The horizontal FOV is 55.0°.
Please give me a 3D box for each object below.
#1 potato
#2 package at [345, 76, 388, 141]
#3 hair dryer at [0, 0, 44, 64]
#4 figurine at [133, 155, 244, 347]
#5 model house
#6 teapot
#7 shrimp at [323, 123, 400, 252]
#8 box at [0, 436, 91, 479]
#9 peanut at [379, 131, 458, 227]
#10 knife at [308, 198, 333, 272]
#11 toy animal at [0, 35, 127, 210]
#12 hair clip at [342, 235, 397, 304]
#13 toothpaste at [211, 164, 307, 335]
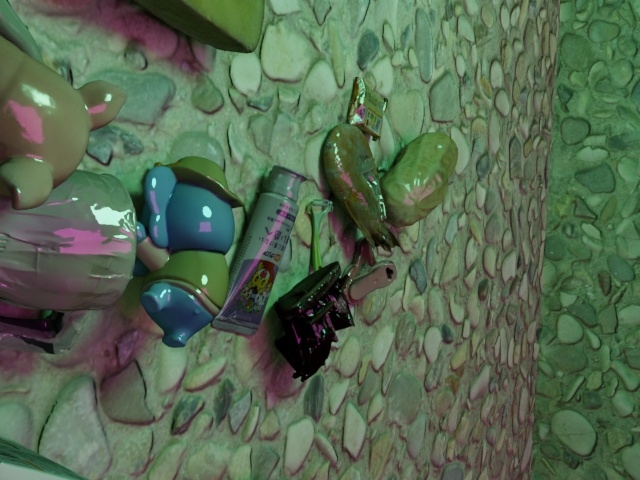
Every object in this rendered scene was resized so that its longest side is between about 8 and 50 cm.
[{"bbox_3d":[-0.184,-0.367,0.858,0.270,0.112,0.255,-62,143,-25],"label":"potato"},{"bbox_3d":[0.104,-0.288,1.360,0.120,0.031,0.108,22,76,-49],"label":"package"},{"bbox_3d":[-0.342,-0.301,0.688,0.267,0.092,0.229,53,45,-62],"label":"hair dryer"},{"bbox_3d":[-0.196,0.002,0.852,0.180,0.153,0.262,33,51,-26],"label":"figurine"},{"bbox_3d":[0.001,0.153,1.169,0.203,0.141,0.164,-38,105,-42],"label":"model house"},{"bbox_3d":[-0.330,0.013,0.695,0.178,0.221,0.163,6,50,-46],"label":"teapot"},{"bbox_3d":[0.098,-0.109,1.328,0.168,0.077,0.317,-54,127,-37],"label":"shrimp"},{"bbox_3d":[-0.340,0.251,0.634,0.135,0.198,0.081,45,61,-47],"label":"box"},{"bbox_3d":[0.242,-0.155,1.484,0.313,0.152,0.152,-52,135,-41],"label":"peanut"},{"bbox_3d":[-0.002,0.000,1.249,0.078,0.022,0.166,-3,97,-48],"label":"knife"},{"bbox_3d":[-0.327,-0.134,0.552,0.250,0.154,0.167,28,67,-10],"label":"toy animal"},{"bbox_3d":[0.092,0.075,1.395,0.138,0.102,0.123,-33,125,-11],"label":"hair clip"},{"bbox_3d":[-0.101,0.019,1.077,0.114,0.073,0.300,25,81,-54],"label":"toothpaste"}]
